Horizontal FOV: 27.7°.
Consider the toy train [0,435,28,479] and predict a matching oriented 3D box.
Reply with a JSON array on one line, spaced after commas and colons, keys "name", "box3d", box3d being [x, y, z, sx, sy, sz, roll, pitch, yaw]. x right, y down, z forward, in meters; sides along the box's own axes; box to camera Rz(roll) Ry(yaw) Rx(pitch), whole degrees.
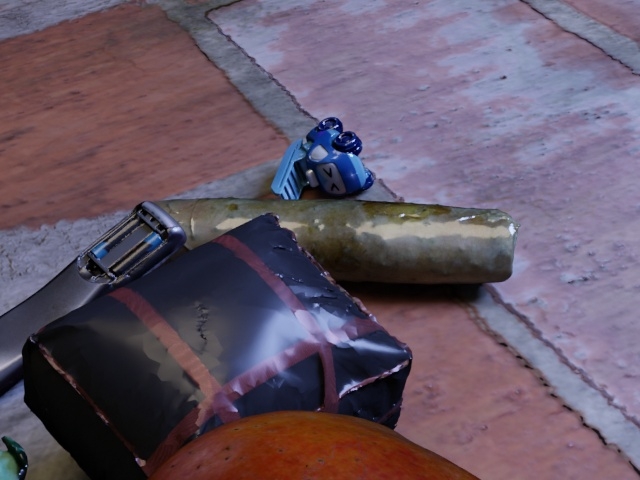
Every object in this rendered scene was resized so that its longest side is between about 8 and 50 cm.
[{"name": "toy train", "box3d": [-0.292, 0.174, 0.821, 0.202, 0.120, 0.301, -31, 44, -24]}]

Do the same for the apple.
[{"name": "apple", "box3d": [-0.003, 0.194, 0.676, 0.234, 0.234, 0.234, -4, 37, 3]}]

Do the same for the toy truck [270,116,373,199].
[{"name": "toy truck", "box3d": [-0.005, -0.060, 1.137, 0.090, 0.056, 0.073, -32, 38, -10]}]

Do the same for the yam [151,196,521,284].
[{"name": "yam", "box3d": [0.000, 0.000, 1.040, 0.317, 0.067, 0.071, 1, 58, 13]}]

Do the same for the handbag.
[{"name": "handbag", "box3d": [-0.063, 0.099, 0.853, 0.215, 0.155, 0.169, -28, 56, -27]}]

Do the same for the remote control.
[{"name": "remote control", "box3d": [-0.197, 0.047, 1.002, 0.212, 0.028, 0.059, -41, 56, -15]}]
